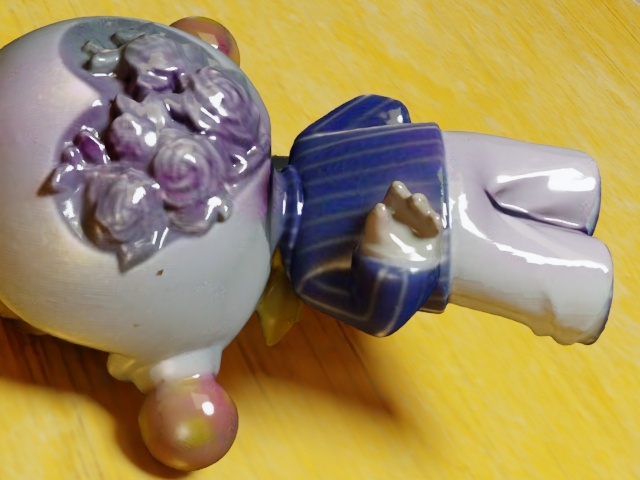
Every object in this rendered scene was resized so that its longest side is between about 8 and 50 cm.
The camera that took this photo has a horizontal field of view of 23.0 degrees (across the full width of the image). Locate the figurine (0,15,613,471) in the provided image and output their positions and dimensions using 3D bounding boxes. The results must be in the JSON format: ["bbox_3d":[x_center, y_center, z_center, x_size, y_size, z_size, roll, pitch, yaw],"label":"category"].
[{"bbox_3d":[-0.019,-0.004,0.616,0.274,0.133,0.194,24,59,1],"label":"figurine"}]

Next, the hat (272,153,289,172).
[{"bbox_3d":[0.000,0.000,0.739,0.121,0.050,0.121,20,29,-12],"label":"hat"}]
